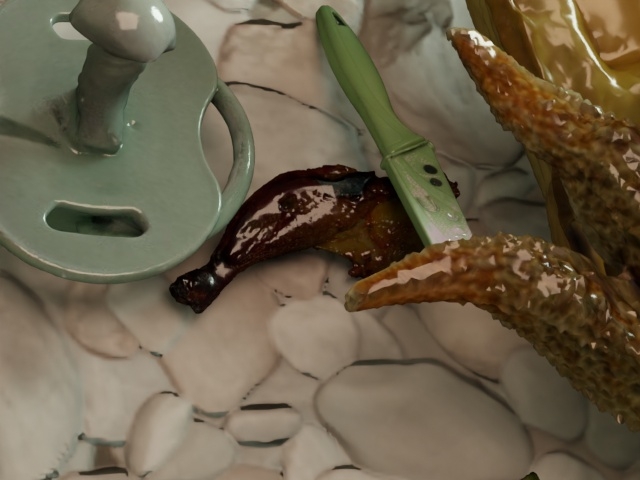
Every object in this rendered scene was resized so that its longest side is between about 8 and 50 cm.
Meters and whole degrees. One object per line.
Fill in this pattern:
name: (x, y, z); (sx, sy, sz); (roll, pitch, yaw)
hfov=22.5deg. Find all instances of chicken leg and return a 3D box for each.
chicken leg: (-0.001, -0.005, 0.708); (0.145, 0.037, 0.062); (-7, 75, -26)

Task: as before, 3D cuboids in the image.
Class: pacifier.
pacifier: (-0.080, -0.058, 0.658); (0.126, 0.116, 0.150); (13, 55, -14)

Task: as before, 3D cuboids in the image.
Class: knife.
knife: (0.035, -0.044, 0.722); (0.030, 0.014, 0.207); (3, 42, -26)

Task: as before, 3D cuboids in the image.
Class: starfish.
starfish: (0.171, 0.005, 0.642); (0.293, 0.084, 0.301); (43, 78, -7)

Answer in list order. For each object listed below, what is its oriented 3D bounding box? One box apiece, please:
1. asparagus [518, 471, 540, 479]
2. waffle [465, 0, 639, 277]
asparagus: (0.109, 0.178, 0.623); (0.041, 0.045, 0.178); (-4, 61, -55)
waffle: (0.230, -0.114, 0.755); (0.348, 0.077, 0.304); (-19, 87, -16)
